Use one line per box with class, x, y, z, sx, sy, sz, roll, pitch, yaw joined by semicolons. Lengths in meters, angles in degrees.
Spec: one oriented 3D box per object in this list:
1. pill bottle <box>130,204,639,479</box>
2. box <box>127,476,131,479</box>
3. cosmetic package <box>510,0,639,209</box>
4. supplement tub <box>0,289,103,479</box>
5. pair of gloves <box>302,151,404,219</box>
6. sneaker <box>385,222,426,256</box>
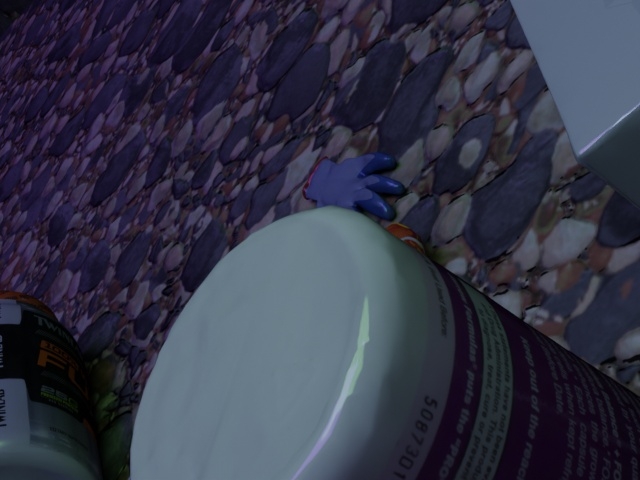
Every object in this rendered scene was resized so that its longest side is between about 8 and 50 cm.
pill bottle;0.075;0.122;0.509;0.169;0.302;0.169;-36;36;33
box;-0.138;0.283;0.933;0.207;0.036;0.114;20;80;59
cosmetic package;0.255;-0.156;0.660;0.224;0.138;0.224;-41;36;28
supplement tub;-0.348;0.199;1.159;0.193;0.194;0.316;-50;32;13
pair of gloves;0.000;0.000;1.004;0.198;0.023;0.159;-60;29;-4
sneaker;0.027;0.061;0.888;0.175;0.064;0.067;-46;12;11
